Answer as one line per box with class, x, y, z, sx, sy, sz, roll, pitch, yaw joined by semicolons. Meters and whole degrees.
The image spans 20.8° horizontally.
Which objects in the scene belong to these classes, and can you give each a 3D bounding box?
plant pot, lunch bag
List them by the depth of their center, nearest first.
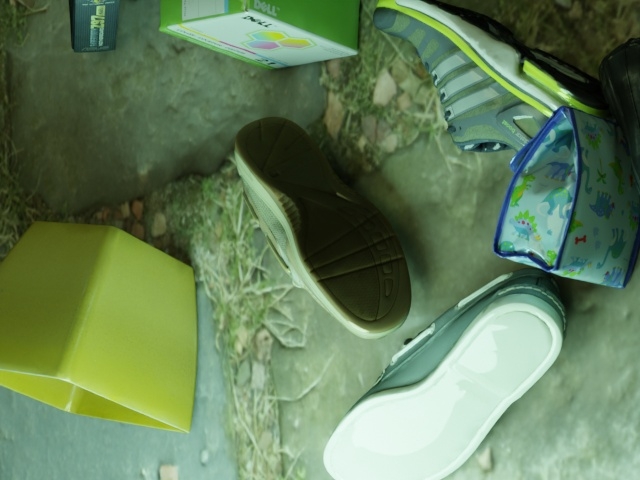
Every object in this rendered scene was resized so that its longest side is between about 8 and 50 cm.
lunch bag;0.239;-0.042;1.618;0.096;0.129;0.151;20;96;40
plant pot;-0.260;0.090;1.975;0.212;0.212;0.187;5;72;41

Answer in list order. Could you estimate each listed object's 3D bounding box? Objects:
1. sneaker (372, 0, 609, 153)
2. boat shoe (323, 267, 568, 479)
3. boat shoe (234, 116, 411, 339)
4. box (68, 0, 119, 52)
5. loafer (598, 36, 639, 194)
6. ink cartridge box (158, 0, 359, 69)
sneaker;0.149;-0.156;1.733;0.300;0.111;0.121;38;111;40
boat shoe;0.125;0.141;1.723;0.319;0.116;0.099;-45;13;33
boat shoe;0.000;0.000;1.841;0.302;0.109;0.098;54;155;32
box;-0.279;-0.367;2.092;0.183;0.059;0.233;120;144;-71
loafer;0.322;-0.093;1.591;0.078;0.076;0.223;-36;58;36
ink cartridge box;-0.015;-0.260;1.831;0.255;0.189;0.097;-4;79;39
